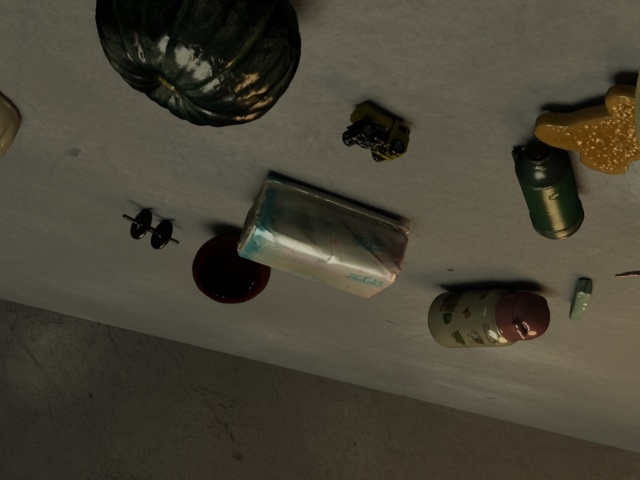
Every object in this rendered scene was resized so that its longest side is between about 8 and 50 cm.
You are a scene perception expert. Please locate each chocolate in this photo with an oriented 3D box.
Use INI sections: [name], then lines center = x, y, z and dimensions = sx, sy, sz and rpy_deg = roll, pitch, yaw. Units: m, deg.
[chocolate]
center = -0.187, 0.056, 1.773
dimensions = 0.176, 0.177, 0.177
rpy_deg = 14, 162, 5

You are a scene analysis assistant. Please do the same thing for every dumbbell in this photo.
[dumbbell]
center = -0.363, -0.023, 1.789
dimensions = 0.069, 0.069, 0.147
rpy_deg = -3, 155, 45

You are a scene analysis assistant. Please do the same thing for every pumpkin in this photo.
[pumpkin]
center = -0.128, -0.220, 0.880
dimensions = 0.220, 0.162, 0.220
rpy_deg = 24, 159, 10

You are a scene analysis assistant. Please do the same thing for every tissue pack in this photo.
[tissue pack]
center = -0.001, 0.001, 1.480
dimensions = 0.271, 0.124, 0.201
rpy_deg = 18, 165, -9

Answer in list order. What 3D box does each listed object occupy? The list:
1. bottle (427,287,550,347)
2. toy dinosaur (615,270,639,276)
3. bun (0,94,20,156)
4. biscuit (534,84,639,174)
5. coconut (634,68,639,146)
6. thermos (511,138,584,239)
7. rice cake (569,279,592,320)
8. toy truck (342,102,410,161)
[bottle]
center = 0.338, 0.152, 1.646
dimensions = 0.120, 0.120, 0.253
rpy_deg = 28, 158, -32
[toy dinosaur]
center = 0.558, 0.066, 1.201
dimensions = 0.242, 0.167, 0.053
rpy_deg = 1, 120, -12
[bun]
center = -0.666, -0.183, 1.416
dimensions = 0.263, 0.175, 0.263
rpy_deg = 13, 162, 4
[biscuit]
center = 0.364, -0.132, 0.925
dimensions = 0.158, 0.035, 0.240
rpy_deg = 23, 161, -29
[coconut]
center = 0.358, -0.120, 0.657
dimensions = 0.202, 0.202, 0.222
rpy_deg = 6, -157, 28
[thermos]
center = 0.300, -0.077, 1.098
dimensions = 0.073, 0.083, 0.188
rpy_deg = -14, 151, 16
[rice cake]
center = 0.481, 0.112, 1.540
dimensions = 0.029, 0.033, 0.171
rpy_deg = 7, 159, 15
[toy truck]
center = 0.078, -0.141, 1.103
dimensions = 0.083, 0.054, 0.049
rpy_deg = 25, 159, -26
